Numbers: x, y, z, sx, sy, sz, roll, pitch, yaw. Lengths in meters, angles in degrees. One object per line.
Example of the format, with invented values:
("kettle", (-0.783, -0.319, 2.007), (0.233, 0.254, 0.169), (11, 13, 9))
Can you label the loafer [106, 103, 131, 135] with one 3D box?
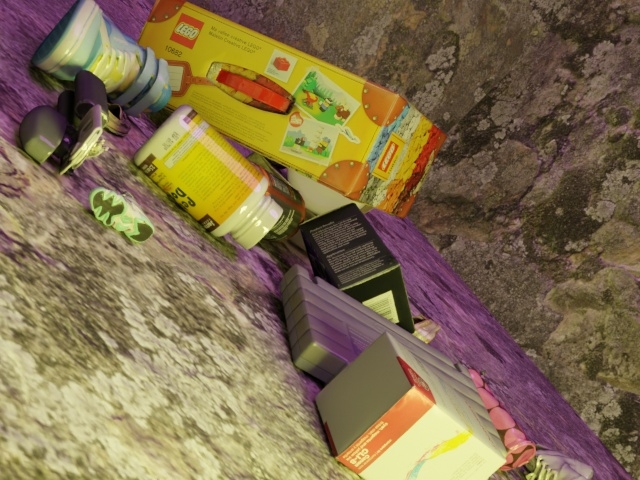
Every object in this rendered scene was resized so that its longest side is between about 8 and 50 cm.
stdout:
("loafer", (-0.309, -0.186, 1.337), (0.045, 0.039, 0.125), (47, 10, 17))

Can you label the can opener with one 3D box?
("can opener", (-0.306, -0.157, 1.121), (0.093, 0.074, 0.280), (41, 10, -23))

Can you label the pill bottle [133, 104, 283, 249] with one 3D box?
("pill bottle", (-0.159, -0.088, 1.327), (0.215, 0.117, 0.117), (43, 9, -12))

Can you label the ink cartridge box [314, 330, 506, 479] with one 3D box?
("ink cartridge box", (0.106, 0.227, 1.090), (0.176, 0.127, 0.128), (41, 10, -25))

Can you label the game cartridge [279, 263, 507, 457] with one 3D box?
("game cartridge", (0.100, 0.188, 1.313), (0.355, 0.068, 0.230), (33, 22, -21))

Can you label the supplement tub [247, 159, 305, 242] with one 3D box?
("supplement tub", (-0.111, -0.069, 1.494), (0.106, 0.106, 0.198), (51, 10, 30))

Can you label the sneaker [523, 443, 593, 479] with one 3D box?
("sneaker", (0.444, 0.463, 1.713), (0.129, 0.111, 0.297), (31, 3, 10))

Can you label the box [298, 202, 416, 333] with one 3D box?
("box", (0.059, 0.061, 1.504), (0.207, 0.108, 0.153), (-124, -166, -53))

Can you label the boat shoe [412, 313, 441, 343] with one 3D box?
("boat shoe", (0.217, 0.187, 1.951), (0.059, 0.063, 0.170), (52, 10, 3))

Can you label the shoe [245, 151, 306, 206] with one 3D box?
("shoe", (-0.080, -0.100, 1.908), (0.219, 0.058, 0.076), (43, 10, -13))

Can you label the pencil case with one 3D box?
("pencil case", (0.314, 0.333, 1.681), (0.209, 0.095, 0.098), (58, -1, 46))

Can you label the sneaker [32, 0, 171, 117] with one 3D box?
("sneaker", (-0.317, -0.266, 1.393), (0.208, 0.127, 0.319), (41, 11, -19))

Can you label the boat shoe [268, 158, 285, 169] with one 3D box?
("boat shoe", (-0.176, -0.322, 2.338), (0.324, 0.096, 0.117), (46, 28, 10))

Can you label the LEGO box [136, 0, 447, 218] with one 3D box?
("LEGO box", (-0.058, -0.245, 1.716), (0.500, 0.193, 0.372), (27, 5, 20))

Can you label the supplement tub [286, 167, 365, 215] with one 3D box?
("supplement tub", (0.055, -0.171, 2.278), (0.228, 0.228, 0.316), (46, 10, 6))

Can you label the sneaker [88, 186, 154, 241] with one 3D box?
("sneaker", (-0.239, -0.043, 1.048), (0.069, 0.038, 0.098), (52, 2, 43))

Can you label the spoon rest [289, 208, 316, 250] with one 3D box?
("spoon rest", (0.000, 0.000, 1.830), (0.276, 0.084, 0.137), (20, 22, -38))
